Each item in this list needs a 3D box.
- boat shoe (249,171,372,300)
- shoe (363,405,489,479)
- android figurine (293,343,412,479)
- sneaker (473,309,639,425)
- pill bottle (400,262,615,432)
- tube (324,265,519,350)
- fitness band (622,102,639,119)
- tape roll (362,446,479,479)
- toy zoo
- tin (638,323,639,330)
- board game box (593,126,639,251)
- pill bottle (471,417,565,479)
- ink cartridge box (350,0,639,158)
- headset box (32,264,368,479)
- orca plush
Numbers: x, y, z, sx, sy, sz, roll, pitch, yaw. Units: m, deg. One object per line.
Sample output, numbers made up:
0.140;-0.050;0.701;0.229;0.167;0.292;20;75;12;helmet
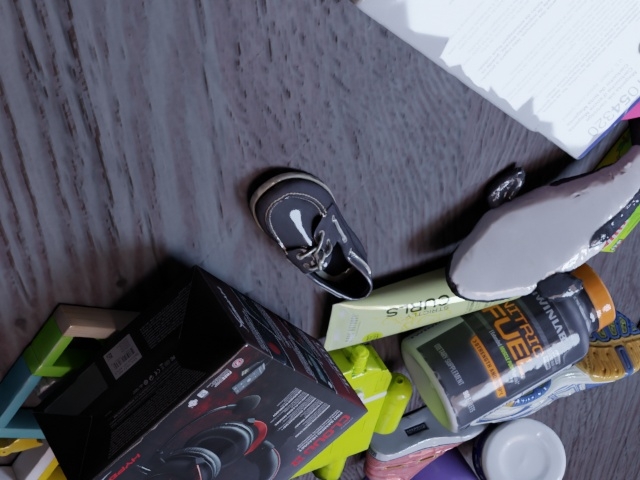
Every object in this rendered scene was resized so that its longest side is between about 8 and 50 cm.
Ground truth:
0.000;0.000;1.279;0.075;0.065;0.206;-37;147;4;boat shoe
0.139;0.268;1.756;0.178;0.063;0.081;-15;144;-19;shoe
-0.004;0.216;1.567;0.248;0.056;0.273;-16;145;-27;android figurine
0.297;0.168;1.748;0.296;0.112;0.131;-10;156;-30;sneaker
0.230;0.117;1.576;0.245;0.130;0.130;-29;147;-10;pill bottle
0.115;0.069;1.481;0.240;0.062;0.070;-15;104;-21;tube
0.355;-0.233;1.258;0.291;0.054;0.209;-41;146;13;fitness band
0.135;0.373;1.867;0.189;0.080;0.189;-23;145;-18;tape roll
-0.255;0.182;1.320;0.192;0.030;0.293;10;127;-48;toy zoo
0.538;0.125;1.945;0.106;0.040;0.189;-44;147;22;tin
0.358;-0.066;1.531;0.092;0.043;0.181;2;133;-44;board game box
0.267;0.298;1.812;0.112;0.112;0.187;-32;175;-3;pill bottle
0.225;-0.258;1.099;0.324;0.071;0.330;-47;135;17;ink cartridge box
-0.103;0.174;1.312;0.218;0.110;0.293;-41;147;7;headset box
0.256;-0.031;1.464;0.287;0.151;0.102;-48;-176;-3;orca plush
